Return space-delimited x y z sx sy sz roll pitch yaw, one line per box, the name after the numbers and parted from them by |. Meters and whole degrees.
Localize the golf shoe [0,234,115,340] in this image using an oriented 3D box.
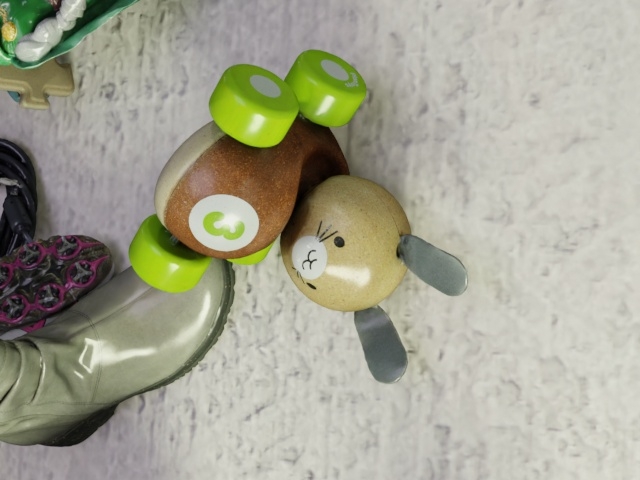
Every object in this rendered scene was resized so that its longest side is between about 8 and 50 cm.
-0.233 0.062 1.114 0.186 0.086 0.067 -33 61 4 | golf shoe

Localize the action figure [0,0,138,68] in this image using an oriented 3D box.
-0.168 -0.196 1.047 0.232 0.063 0.137 -38 52 2 | action figure

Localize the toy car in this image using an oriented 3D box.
0.000 0.000 0.917 0.188 0.149 0.155 44 123 17 | toy car

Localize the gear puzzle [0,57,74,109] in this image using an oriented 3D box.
-0.333 -0.181 1.042 0.044 0.339 0.175 -24 73 41 | gear puzzle

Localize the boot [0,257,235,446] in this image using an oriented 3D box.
-0.182 0.079 1.018 0.246 0.161 0.083 -42 64 26 | boot

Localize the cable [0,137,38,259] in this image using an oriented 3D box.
-0.300 -0.001 1.181 0.184 0.047 0.151 -35 67 29 | cable
